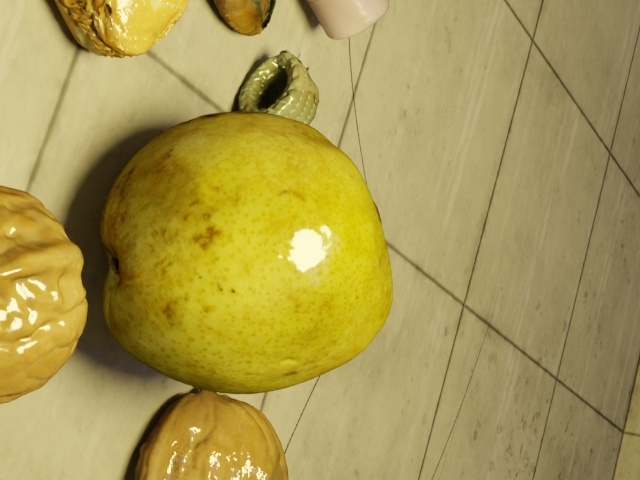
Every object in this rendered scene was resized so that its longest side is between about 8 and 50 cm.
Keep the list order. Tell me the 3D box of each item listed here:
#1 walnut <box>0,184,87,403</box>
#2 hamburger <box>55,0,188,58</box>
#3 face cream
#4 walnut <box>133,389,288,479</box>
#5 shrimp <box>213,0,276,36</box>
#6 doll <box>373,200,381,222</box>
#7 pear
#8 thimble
[{"bbox_3d":[-0.299,0.046,0.997,0.213,0.213,0.213,-17,111,-55],"label":"walnut"},{"bbox_3d":[-0.197,-0.259,1.188,0.147,0.083,0.138,-56,143,-33],"label":"hamburger"},{"bbox_3d":[-0.014,-0.381,1.459,0.154,0.096,0.274,-53,124,-33],"label":"face cream"},{"bbox_3d":[-0.104,0.287,1.398,0.204,0.141,0.238,-61,145,-38],"label":"walnut"},{"bbox_3d":[-0.106,-0.332,1.335,0.262,0.066,0.117,72,23,-57],"label":"shrimp"},{"bbox_3d":[0.002,-0.008,1.537,0.188,0.096,0.145,18,108,-49],"label":"doll"},{"bbox_3d":[-0.085,0.019,1.237,0.304,0.304,0.304,-17,111,-55],"label":"pear"},{"bbox_3d":[-0.048,-0.170,1.436,0.062,0.084,0.110,53,55,-48],"label":"thimble"}]
